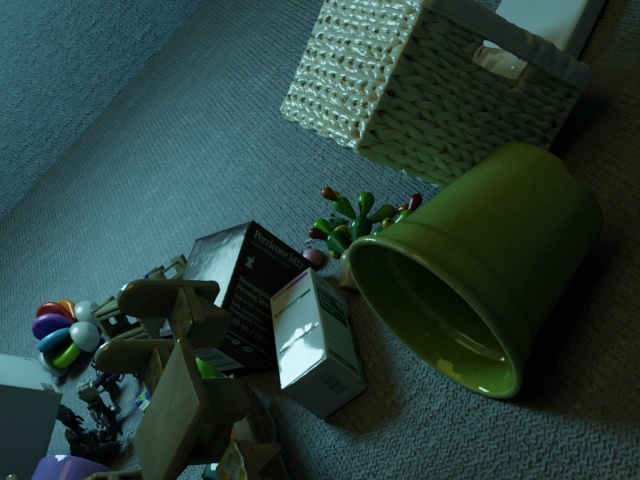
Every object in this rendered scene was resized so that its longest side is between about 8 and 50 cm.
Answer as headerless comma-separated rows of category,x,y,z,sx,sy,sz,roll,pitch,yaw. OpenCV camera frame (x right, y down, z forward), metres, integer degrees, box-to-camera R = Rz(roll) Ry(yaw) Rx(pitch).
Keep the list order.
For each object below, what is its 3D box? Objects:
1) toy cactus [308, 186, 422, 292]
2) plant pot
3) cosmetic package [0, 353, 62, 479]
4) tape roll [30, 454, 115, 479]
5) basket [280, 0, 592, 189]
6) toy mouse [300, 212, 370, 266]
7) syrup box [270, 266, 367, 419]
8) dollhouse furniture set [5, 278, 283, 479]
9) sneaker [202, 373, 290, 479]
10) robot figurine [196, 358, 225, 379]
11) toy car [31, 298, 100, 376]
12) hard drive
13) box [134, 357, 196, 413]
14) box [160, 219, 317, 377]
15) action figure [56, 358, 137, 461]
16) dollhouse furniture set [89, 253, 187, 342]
toy cactus,0.063,-0.005,1.661,0.219,0.112,0.180,0,67,31
plant pot,0.221,0.018,1.281,0.254,0.276,0.276,-44,26,-19
cosmetic package,-0.625,0.421,1.869,0.217,0.156,0.385,20,97,60
tape roll,-0.395,0.436,1.642,0.189,0.189,0.080,-21,38,39
basket,0.165,-0.231,1.526,0.331,0.328,0.266,34,101,60
toy mouse,0.000,0.000,1.806,0.161,0.031,0.143,-55,29,-13
syrup box,-0.007,0.156,1.557,0.096,0.093,0.237,-38,30,17
dollhouse furniture set,-0.264,0.307,1.360,0.394,0.256,0.362,-62,39,36
sneaker,-0.131,0.324,1.503,0.121,0.108,0.302,-38,31,9
robot figurine,-0.218,0.259,1.746,0.101,0.067,0.115,-26,34,19
toy car,-0.588,0.205,2.247,0.159,0.136,0.182,-37,30,19
hard drive,0.386,-0.384,1.740,0.233,0.047,0.353,-3,51,53
box,-0.264,0.254,1.823,0.169,0.059,0.054,-53,28,-9
box,-0.139,0.105,1.709,0.167,0.168,0.203,-17,47,45
action figure,-0.445,0.328,1.900,0.164,0.141,0.276,-28,31,29
dollhouse furniture set,-0.344,0.140,2.042,0.129,0.129,0.183,-21,14,40
